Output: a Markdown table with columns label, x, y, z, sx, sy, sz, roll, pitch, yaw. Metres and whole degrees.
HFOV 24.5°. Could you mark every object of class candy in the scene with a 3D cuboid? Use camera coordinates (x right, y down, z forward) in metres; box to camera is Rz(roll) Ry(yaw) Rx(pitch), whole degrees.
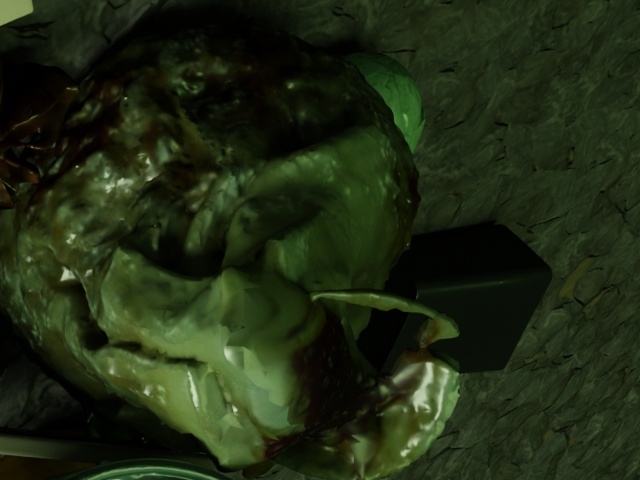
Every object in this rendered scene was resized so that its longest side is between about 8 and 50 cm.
| label | x | y | z | sx | sy | sz | roll | pitch | yaw |
| --- | --- | --- | --- | --- | --- | --- | --- | --- | --- |
| candy | 0.000 | 0.000 | 1.534 | 0.119 | 0.119 | 0.440 | -14 | 137 | -39 |

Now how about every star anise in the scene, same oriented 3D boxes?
| label | x | y | z | sx | sy | sz | roll | pitch | yaw |
| --- | --- | --- | --- | --- | --- | --- | --- | --- | --- |
| star anise | -0.283 | -0.079 | 1.119 | 0.190 | 0.126 | 0.220 | -52 | 170 | 10 |

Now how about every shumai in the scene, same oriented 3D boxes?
| label | x | y | z | sx | sy | sz | roll | pitch | yaw |
| --- | --- | --- | --- | --- | --- | --- | --- | --- | --- |
| shumai | -0.071 | 0.035 | 1.223 | 0.395 | 0.348 | 0.395 | -8 | 117 | -15 |

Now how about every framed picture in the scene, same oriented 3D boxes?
| label | x | y | z | sx | sy | sz | roll | pitch | yaw |
| --- | --- | --- | --- | --- | --- | --- | --- | --- | --- |
| framed picture | -0.267 | 0.175 | 1.297 | 0.289 | 0.211 | 0.020 | 9 | 83 | -26 |

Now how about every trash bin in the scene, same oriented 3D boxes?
| label | x | y | z | sx | sy | sz | roll | pitch | yaw |
| --- | --- | --- | --- | --- | --- | --- | --- | --- | --- |
| trash bin | 0.145 | 0.080 | 1.789 | 0.225 | 0.115 | 0.165 | -6 | 131 | -43 |

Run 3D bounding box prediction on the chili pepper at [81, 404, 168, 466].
| label | x | y | z | sx | sy | sz | roll | pitch | yaw |
| --- | --- | --- | --- | --- | --- | --- | --- | --- | --- |
| chili pepper | -0.155 | 0.115 | 1.494 | 0.148 | 0.116 | 0.264 | 17 | 102 | -51 |

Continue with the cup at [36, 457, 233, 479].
| label | x | y | z | sx | sy | sz | roll | pitch | yaw |
| --- | --- | --- | --- | --- | --- | --- | --- | --- | --- |
| cup | -0.225 | 0.304 | 1.229 | 0.310 | 0.401 | 0.392 | -34 | -171 | -28 |

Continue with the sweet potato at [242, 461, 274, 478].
| label | x | y | z | sx | sy | sz | roll | pitch | yaw |
| --- | --- | --- | --- | --- | --- | --- | --- | --- | --- |
| sweet potato | -0.035 | 0.159 | 1.714 | 0.346 | 0.079 | 0.108 | -60 | 179 | 22 |

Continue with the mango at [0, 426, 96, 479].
| label | x | y | z | sx | sy | sz | roll | pitch | yaw |
| --- | --- | --- | --- | --- | --- | --- | --- | --- | --- |
| mango | -0.240 | 0.286 | 1.562 | 0.295 | 0.120 | 0.177 | 14 | 88 | -56 |

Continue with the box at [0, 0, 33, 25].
| label | x | y | z | sx | sy | sz | roll | pitch | yaw |
| --- | --- | --- | --- | --- | --- | --- | --- | --- | --- |
| box | -0.312 | -0.199 | 0.978 | 0.212 | 0.095 | 0.168 | -28 | 146 | -25 |
